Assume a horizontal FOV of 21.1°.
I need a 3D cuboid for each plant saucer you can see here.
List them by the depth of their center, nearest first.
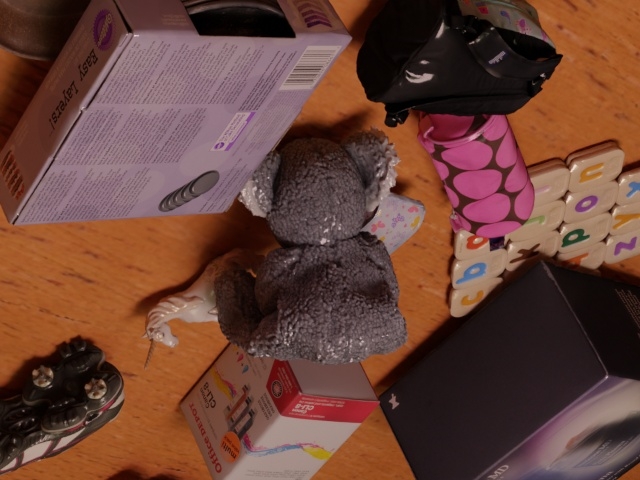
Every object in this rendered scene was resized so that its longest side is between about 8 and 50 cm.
[{"bbox_3d":[-0.197,-0.231,1.396,0.198,0.036,0.199,-18,144,-14],"label":"plant saucer"}]

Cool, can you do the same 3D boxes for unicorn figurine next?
[{"bbox_3d":[-0.120,0.065,1.823,0.111,0.060,0.162,20,108,-47],"label":"unicorn figurine"}]

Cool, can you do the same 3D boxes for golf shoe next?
[{"bbox_3d":[-0.331,0.212,1.823,0.272,0.105,0.120,-22,152,-7],"label":"golf shoe"}]

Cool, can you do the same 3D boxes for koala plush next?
[{"bbox_3d":[0.000,0.000,1.707,0.196,0.203,0.221,-4,99,-13],"label":"koala plush"}]

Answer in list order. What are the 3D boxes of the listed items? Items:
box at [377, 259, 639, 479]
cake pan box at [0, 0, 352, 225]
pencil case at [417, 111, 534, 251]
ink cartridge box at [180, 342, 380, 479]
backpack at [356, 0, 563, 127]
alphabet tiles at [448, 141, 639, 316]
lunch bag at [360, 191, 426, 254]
[{"bbox_3d":[0.286,0.196,2.127,0.294,0.183,0.296,13,132,-47],"label":"box"},{"bbox_3d":[-0.132,-0.120,1.515,0.245,0.070,0.267,-8,148,-41],"label":"cake pan box"},{"bbox_3d":[0.161,-0.081,1.793,0.098,0.095,0.209,-16,145,10],"label":"pencil case"},{"bbox_3d":[-0.048,0.186,1.955,0.127,0.128,0.176,9,131,-41],"label":"ink cartridge box"},{"bbox_3d":[0.138,-0.184,1.618,0.182,0.115,0.152,2,147,-38],"label":"backpack"},{"bbox_3d":[0.278,-0.004,2.029,0.278,0.021,0.284,-19,145,-13],"label":"alphabet tiles"},{"bbox_3d":[0.062,-0.024,1.829,0.071,0.053,0.083,13,138,-41],"label":"lunch bag"}]
